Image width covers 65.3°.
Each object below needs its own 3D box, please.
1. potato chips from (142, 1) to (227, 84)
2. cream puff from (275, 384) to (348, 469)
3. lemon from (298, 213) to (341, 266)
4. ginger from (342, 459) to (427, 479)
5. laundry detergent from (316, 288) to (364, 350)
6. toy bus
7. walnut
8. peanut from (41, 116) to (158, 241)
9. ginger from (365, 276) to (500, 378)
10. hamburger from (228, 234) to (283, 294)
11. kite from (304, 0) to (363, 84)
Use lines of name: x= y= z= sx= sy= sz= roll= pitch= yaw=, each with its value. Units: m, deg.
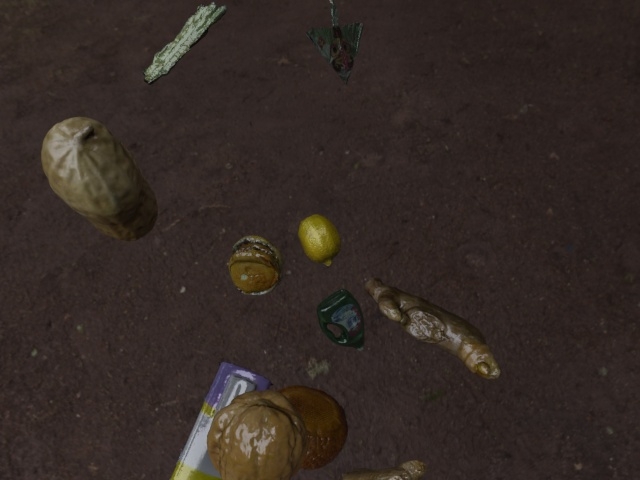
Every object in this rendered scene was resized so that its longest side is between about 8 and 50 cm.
potato chips: x=-0.265 y=-0.378 z=0.948 sx=0.207 sy=0.028 sz=0.092 roll=-47 pitch=49 yaw=4
cream puff: x=-0.072 y=0.607 z=1.593 sx=0.303 sy=0.212 sz=0.303 roll=18 pitch=20 yaw=-7
lemon: x=0.000 y=0.000 z=1.009 sx=0.082 sy=0.082 sz=0.111 roll=-26 pitch=81 yaw=-15
ginger: x=0.135 y=0.552 z=1.124 sx=0.213 sy=0.137 sz=0.074 roll=-12 pitch=94 yaw=11
laundry detergent: x=0.074 y=0.261 z=1.530 sx=0.137 sy=0.211 sz=0.063 roll=-33 pitch=26 yaw=-15
toy bus: x=-0.339 y=0.648 z=1.745 sx=0.209 sy=0.249 sz=0.440 roll=24 pitch=60 yaw=-4
walnut: x=-0.149 y=0.491 z=1.193 sx=0.257 sy=0.257 sz=0.224 roll=-11 pitch=20 yaw=-3
peanut: x=-0.396 y=-0.090 z=0.930 sx=0.143 sy=0.291 sz=0.159 roll=-15 pitch=61 yaw=-4
ginger: x=0.217 y=0.163 z=1.013 sx=0.333 sy=0.166 sz=0.080 roll=34 pitch=101 yaw=22
hamburger: x=-0.192 y=0.078 z=1.532 sx=0.185 sy=0.177 sz=0.113 roll=36 pitch=29 yaw=-18
kite: x=0.035 y=-0.467 z=1.092 sx=0.012 sy=0.250 sz=0.229 roll=0 pitch=20 yaw=37
